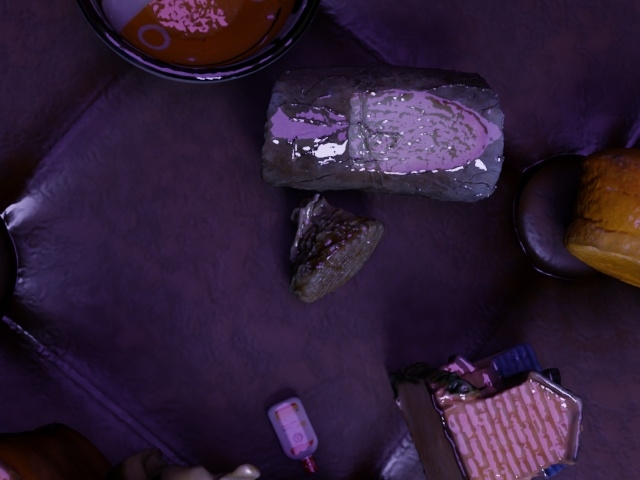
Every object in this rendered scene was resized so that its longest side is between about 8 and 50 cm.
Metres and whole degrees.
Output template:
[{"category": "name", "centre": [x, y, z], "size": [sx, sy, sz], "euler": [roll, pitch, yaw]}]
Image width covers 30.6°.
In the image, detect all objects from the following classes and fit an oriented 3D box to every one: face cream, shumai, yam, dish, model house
[{"category": "face cream", "centre": [-0.025, 0.210, 1.251], "size": [0.040, 0.021, 0.083], "euler": [-24, 84, -12]}, {"category": "shumai", "centre": [0.000, -0.001, 1.266], "size": [0.124, 0.099, 0.087], "euler": [-39, 71, -16]}, {"category": "yam", "centre": [0.061, -0.119, 1.265], "size": [0.255, 0.154, 0.154], "euler": [2, 79, -6]}, {"category": "dish", "centre": [-0.139, -0.292, 1.277], "size": [0.303, 0.120, 0.303], "euler": [2, 79, -9]}, {"category": "model house", "centre": [0.189, 0.183, 1.207], "size": [0.172, 0.183, 0.166], "euler": [-18, 84, -10]}]

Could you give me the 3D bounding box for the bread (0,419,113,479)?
[{"category": "bread", "centre": [-0.218, 0.326, 1.041], "size": [0.143, 0.323, 0.333], "euler": [-33, 87, -4]}]

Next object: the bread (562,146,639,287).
[{"category": "bread", "centre": [0.398, -0.008, 1.273], "size": [0.270, 0.195, 0.142], "euler": [22, 87, -1]}]

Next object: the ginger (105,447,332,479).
[{"category": "ginger", "centre": [-0.029, 0.295, 1.062], "size": [0.211, 0.413, 0.358], "euler": [-34, 74, -1]}]
